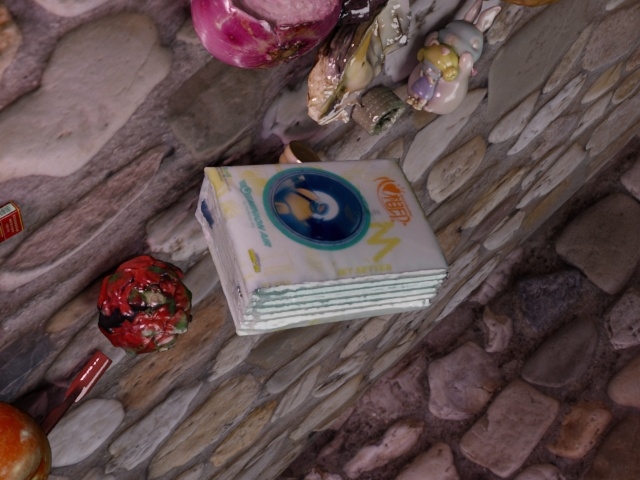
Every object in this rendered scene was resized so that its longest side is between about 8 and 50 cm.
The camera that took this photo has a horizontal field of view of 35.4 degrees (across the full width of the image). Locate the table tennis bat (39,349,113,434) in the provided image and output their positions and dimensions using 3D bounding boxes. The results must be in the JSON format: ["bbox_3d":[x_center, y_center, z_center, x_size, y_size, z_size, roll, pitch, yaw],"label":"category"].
[{"bbox_3d":[-0.505,0.342,1.897,0.310,0.038,0.200,-53,-175,-14],"label":"table tennis bat"}]

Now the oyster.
[{"bbox_3d":[0.081,-0.355,1.763,0.271,0.100,0.275,-27,139,-45],"label":"oyster"}]

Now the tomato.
[{"bbox_3d":[-0.585,0.385,1.656,0.270,0.222,0.270,-62,176,-8],"label":"tomato"}]

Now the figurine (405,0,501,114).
[{"bbox_3d":[0.265,-0.381,2.039,0.155,0.127,0.235,-8,132,-44],"label":"figurine"}]

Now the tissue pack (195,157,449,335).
[{"bbox_3d":[0.000,0.000,1.807,0.388,0.287,0.162,-6,145,-25],"label":"tissue pack"}]

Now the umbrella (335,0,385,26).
[{"bbox_3d":[0.032,-0.380,1.605,0.326,0.094,0.090,-31,112,-12],"label":"umbrella"}]

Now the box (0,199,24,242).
[{"bbox_3d":[-0.468,-0.017,1.436,0.082,0.023,0.051,-35,155,-28],"label":"box"}]

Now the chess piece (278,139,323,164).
[{"bbox_3d":[-0.085,-0.094,1.952,0.200,0.090,0.090,-48,160,23],"label":"chess piece"}]

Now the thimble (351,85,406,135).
[{"bbox_3d":[0.121,-0.265,2.039,0.110,0.062,0.084,-30,156,-36],"label":"thimble"}]

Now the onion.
[{"bbox_3d":[-0.081,-0.325,1.420,0.207,0.200,0.201,-48,163,-32],"label":"onion"}]

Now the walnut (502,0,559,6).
[{"bbox_3d":[0.375,-0.531,1.826,0.257,0.224,0.257,-40,165,-13],"label":"walnut"}]

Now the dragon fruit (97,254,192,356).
[{"bbox_3d":[-0.310,0.118,1.773,0.182,0.182,0.189,-37,138,-23],"label":"dragon fruit"}]
